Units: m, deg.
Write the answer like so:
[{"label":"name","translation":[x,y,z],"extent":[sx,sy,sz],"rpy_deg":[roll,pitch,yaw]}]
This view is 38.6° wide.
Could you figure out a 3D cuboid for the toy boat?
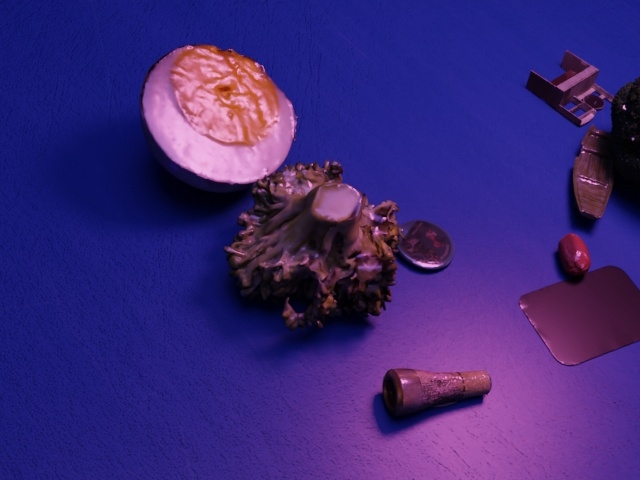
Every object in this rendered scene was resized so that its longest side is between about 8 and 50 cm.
[{"label":"toy boat","translation":[0.608,-0.142,2.045],"extent":[0.093,0.055,0.293],"rpy_deg":[19,50,5]}]

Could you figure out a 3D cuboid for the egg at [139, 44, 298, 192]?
[{"label":"egg","translation":[-0.232,-0.226,1.875],"extent":[0.337,0.201,0.336],"rpy_deg":[11,66,-25]}]

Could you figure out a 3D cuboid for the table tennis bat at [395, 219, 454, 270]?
[{"label":"table tennis bat","translation":[0.180,-0.006,1.878],"extent":[0.201,0.033,0.124],"rpy_deg":[27,50,6]}]

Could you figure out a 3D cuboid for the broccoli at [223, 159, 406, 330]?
[{"label":"broccoli","translation":[-0.003,0.008,1.723],"extent":[0.334,0.272,0.323],"rpy_deg":[24,91,2]}]

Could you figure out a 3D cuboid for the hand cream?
[{"label":"hand cream","translation":[0.214,0.262,1.643],"extent":[0.203,0.084,0.084],"rpy_deg":[-4,52,-21]}]

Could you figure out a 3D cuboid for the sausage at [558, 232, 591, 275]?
[{"label":"sausage","translation":[0.522,0.030,1.886],"extent":[0.059,0.054,0.094],"rpy_deg":[-24,45,23]}]

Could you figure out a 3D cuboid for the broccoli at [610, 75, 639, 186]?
[{"label":"broccoli","translation":[0.760,-0.239,1.989],"extent":[0.275,0.308,0.307],"rpy_deg":[-28,48,24]}]

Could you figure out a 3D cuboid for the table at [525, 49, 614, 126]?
[{"label":"table","translation":[0.617,-0.374,2.231],"extent":[0.146,0.062,0.175],"rpy_deg":[-32,60,-30]}]

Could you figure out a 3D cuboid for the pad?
[{"label":"pad","translation":[0.544,0.146,1.833],"extent":[0.267,0.004,0.181],"rpy_deg":[-16,56,-20]}]
